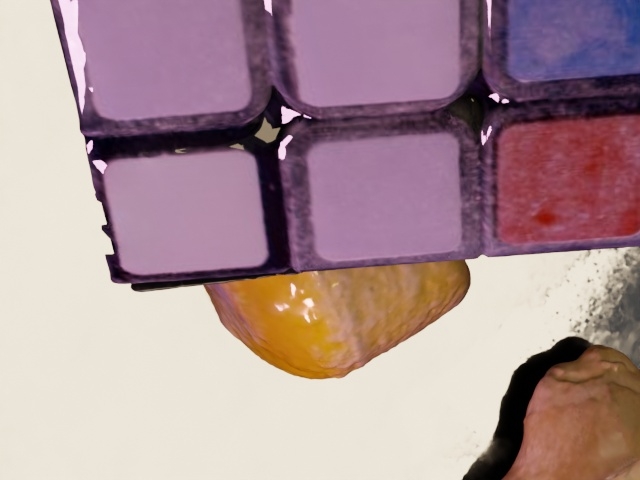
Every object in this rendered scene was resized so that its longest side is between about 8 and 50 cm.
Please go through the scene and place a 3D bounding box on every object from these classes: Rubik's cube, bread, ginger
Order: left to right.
[{"bbox_3d":[-0.002,-0.001,1.116,0.170,0.197,0.197,-25,94,-16],"label":"bread"},{"bbox_3d":[0.024,-0.219,0.951,0.363,0.358,0.362,-6,128,0],"label":"Rubik's cube"},{"bbox_3d":[0.172,0.163,1.182,0.193,0.115,0.122,-28,73,4],"label":"ginger"}]
